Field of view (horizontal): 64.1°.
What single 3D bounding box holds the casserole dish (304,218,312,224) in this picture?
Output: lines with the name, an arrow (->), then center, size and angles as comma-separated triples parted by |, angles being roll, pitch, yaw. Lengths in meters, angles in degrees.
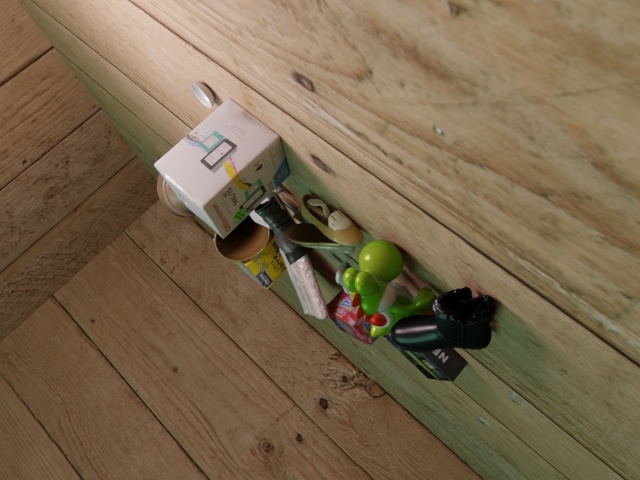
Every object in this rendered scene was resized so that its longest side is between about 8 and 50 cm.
casserole dish -> -0.006, -0.050, 1.565 | 0.114, 0.037, 0.188 | 36, 163, 28

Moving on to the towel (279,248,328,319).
towel -> -0.072, 0.151, 2.048 | 0.317, 0.053, 0.332 | 155, 94, -76

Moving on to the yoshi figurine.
yoshi figurine -> 0.187, 0.117, 1.327 | 0.362, 0.203, 0.203 | 39, -144, -53

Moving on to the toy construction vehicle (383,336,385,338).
toy construction vehicle -> 0.269, 0.369, 2.006 | 0.098, 0.035, 0.086 | 34, 163, 35

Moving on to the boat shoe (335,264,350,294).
boat shoe -> 0.105, 0.148, 1.782 | 0.063, 0.066, 0.184 | 20, 153, 28

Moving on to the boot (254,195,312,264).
boot -> -0.116, -0.050, 1.706 | 0.223, 0.118, 0.338 | 55, 178, -3

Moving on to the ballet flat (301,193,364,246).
ballet flat -> 0.022, -0.058, 1.381 | 0.232, 0.080, 0.073 | 32, 147, 38

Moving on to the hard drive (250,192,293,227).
hard drive -> -0.234, -0.162, 1.816 | 0.233, 0.047, 0.353 | 23, 157, 38

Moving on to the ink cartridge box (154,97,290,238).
ink cartridge box -> -0.254, -0.188, 1.370 | 0.197, 0.270, 0.198 | 39, 166, 19

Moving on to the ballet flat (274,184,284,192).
ballet flat -> -0.157, -0.180, 1.614 | 0.114, 0.041, 0.041 | 27, 158, 49

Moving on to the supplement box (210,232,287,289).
supplement box -> -0.323, 0.042, 2.419 | 0.356, 0.195, 0.194 | 31, 161, 47

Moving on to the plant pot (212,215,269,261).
plant pot -> -0.374, -0.073, 2.227 | 0.237, 0.237, 0.254 | 55, 177, -39

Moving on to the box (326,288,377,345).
box -> 0.135, 0.287, 1.953 | 0.123, 0.128, 0.257 | 51, 165, -21

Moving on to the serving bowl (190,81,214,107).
serving bowl -> -0.324, -0.412, 1.428 | 0.083, 0.027, 0.083 | 42, 167, 12

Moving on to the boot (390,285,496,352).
boot -> 0.270, 0.180, 1.166 | 0.246, 0.094, 0.207 | -1, 148, 17

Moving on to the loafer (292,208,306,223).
loafer -> -0.043, -0.048, 1.666 | 0.125, 0.039, 0.045 | 50, 165, -21

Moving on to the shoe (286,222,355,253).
shoe -> 0.000, 0.000, 1.486 | 0.219, 0.077, 0.058 | 9, 145, 27

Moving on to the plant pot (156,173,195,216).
plant pot -> -0.508, -0.224, 2.137 | 0.229, 0.263, 0.263 | 5, 142, 40

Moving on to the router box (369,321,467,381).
router box -> 0.303, 0.325, 1.681 | 0.309, 0.081, 0.243 | 43, 167, 4
